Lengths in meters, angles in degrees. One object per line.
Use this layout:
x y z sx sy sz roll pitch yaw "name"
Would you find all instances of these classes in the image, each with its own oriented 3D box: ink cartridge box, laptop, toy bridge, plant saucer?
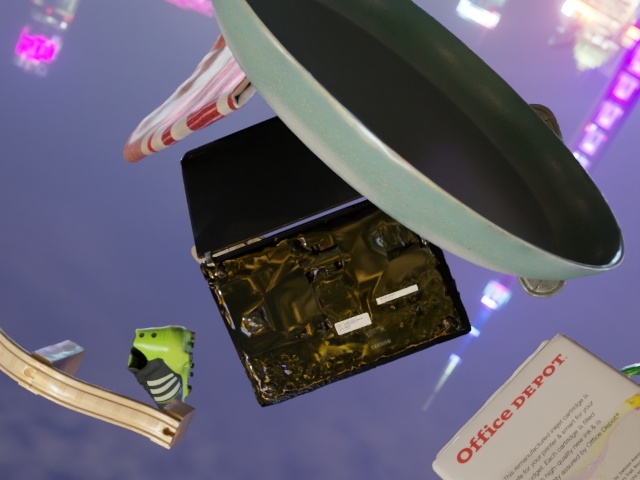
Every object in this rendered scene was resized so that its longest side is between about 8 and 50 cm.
0.277 0.248 1.161 0.117 0.201 0.278 51 172 -38 "ink cartridge box"
0.000 0.000 1.230 0.136 0.234 0.264 -82 -30 -76 "laptop"
-0.174 0.081 0.763 0.188 0.026 0.063 28 -172 8 "toy bridge"
0.053 -0.084 0.716 0.318 0.043 0.317 33 -155 -17 "plant saucer"

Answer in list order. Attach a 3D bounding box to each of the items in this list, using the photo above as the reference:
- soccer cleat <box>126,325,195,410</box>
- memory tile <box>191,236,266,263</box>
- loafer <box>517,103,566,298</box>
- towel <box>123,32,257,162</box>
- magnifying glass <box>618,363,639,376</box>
-0.179 0.147 1.319 0.072 0.179 0.060 5 -127 -4 "soccer cleat"
-0.095 0.042 1.534 0.113 0.148 0.012 58 -132 -25 "memory tile"
0.297 -0.055 1.642 0.096 0.267 0.084 -3 -177 10 "loafer"
-0.111 -0.209 1.429 0.037 0.237 0.329 45 155 -17 "towel"
0.321 0.229 1.378 0.092 0.231 0.026 51 -165 2 "magnifying glass"
